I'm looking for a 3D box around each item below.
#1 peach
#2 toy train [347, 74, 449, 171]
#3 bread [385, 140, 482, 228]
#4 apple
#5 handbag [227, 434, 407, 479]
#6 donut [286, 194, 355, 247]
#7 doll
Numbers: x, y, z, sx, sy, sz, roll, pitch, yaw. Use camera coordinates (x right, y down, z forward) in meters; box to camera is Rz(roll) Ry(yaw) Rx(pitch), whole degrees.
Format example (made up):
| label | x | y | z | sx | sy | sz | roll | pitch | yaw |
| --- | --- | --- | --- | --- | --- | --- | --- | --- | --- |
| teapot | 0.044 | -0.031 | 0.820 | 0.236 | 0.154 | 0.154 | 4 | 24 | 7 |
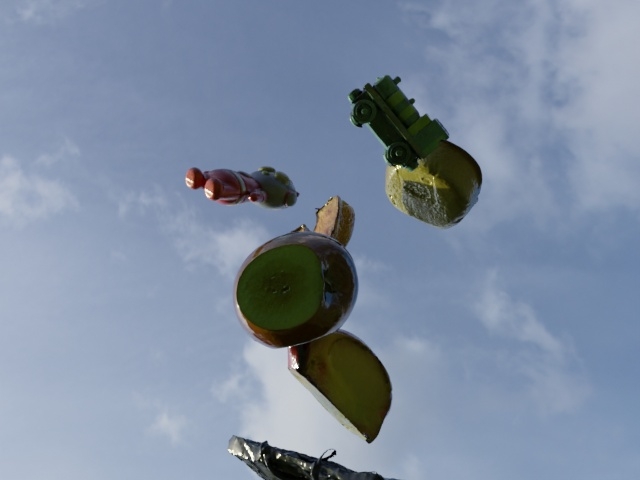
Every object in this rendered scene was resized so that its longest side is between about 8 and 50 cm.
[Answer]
| label | x | y | z | sx | sy | sz | roll | pitch | yaw |
| --- | --- | --- | --- | --- | --- | --- | --- | --- | --- |
| peach | 0.032 | 0.272 | 1.173 | 0.267 | 0.154 | 0.159 | 44 | -114 | -8 |
| toy train | 0.148 | -0.238 | 1.116 | 0.132 | 0.083 | 0.200 | -39 | -83 | 7 |
| bread | 0.301 | -0.155 | 1.498 | 0.148 | 0.269 | 0.270 | -52 | -56 | -24 |
| apple | -0.030 | 0.062 | 0.744 | 0.147 | 0.163 | 0.147 | -13 | -94 | 30 |
| handbag | 0.010 | 0.313 | 0.722 | 0.270 | 0.089 | 0.175 | -7 | -43 | 42 |
| donut | -0.003 | 0.006 | 1.565 | 0.101 | 0.152 | 0.259 | 25 | -42 | -32 |
| doll | -0.121 | -0.094 | 1.006 | 0.245 | 0.142 | 0.076 | -3 | -64 | -49 |
